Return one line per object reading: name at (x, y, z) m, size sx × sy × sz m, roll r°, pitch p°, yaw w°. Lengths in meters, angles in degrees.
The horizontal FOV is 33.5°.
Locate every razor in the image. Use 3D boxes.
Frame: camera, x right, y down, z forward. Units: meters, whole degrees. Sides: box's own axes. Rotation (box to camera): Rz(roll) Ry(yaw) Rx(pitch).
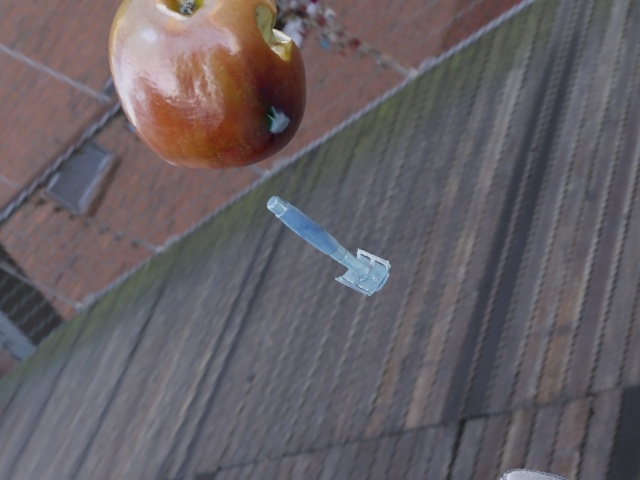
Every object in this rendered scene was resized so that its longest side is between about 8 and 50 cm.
razor at (0.000, 0.000, 1.019) m, size 0.040 × 0.135 × 0.068 m, roll -57°, pitch 29°, yaw -6°

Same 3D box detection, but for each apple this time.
apple at (-0.105, -0.165, 0.992) m, size 0.199 × 0.199 × 0.199 m, roll -44°, pitch 24°, yaw 26°

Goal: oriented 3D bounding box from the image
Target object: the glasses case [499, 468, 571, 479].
glasses case at (0.264, 0.440, 1.418) m, size 0.060 × 0.114 × 0.299 m, roll -64°, pitch -15°, yaw -60°
